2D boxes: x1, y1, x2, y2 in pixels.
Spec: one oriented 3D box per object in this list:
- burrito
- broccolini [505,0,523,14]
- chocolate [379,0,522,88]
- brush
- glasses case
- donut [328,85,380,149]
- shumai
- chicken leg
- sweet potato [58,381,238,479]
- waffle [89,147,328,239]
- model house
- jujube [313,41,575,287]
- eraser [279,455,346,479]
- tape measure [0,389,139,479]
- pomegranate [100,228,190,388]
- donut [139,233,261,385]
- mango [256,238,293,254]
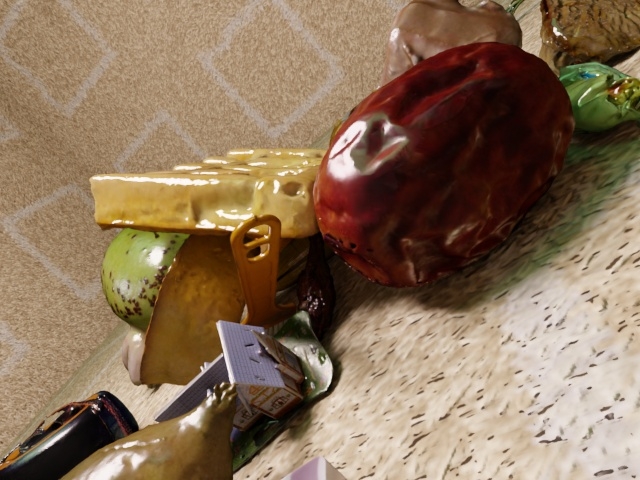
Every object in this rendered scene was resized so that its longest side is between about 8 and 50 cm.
[{"bbox_3d":[0.277,-0.165,0.501,0.104,0.054,0.288,-39,14,8],"label":"burrito"},{"bbox_3d":[0.526,-0.603,1.083,0.194,0.052,0.054,-36,20,23],"label":"broccolini"},{"bbox_3d":[0.141,-0.173,0.534,0.093,0.148,0.214,-56,-20,-34],"label":"chocolate"},{"bbox_3d":[-0.064,0.060,0.457,0.090,0.017,0.314,-24,-24,-18],"label":"brush"},{"bbox_3d":[0.000,0.000,0.722,0.234,0.064,0.079,-40,15,4],"label":"glasses case"},{"bbox_3d":[0.142,-0.233,0.829,0.330,0.160,0.330,-32,22,15],"label":"donut"},{"bbox_3d":[0.347,-0.275,0.571,0.123,0.139,0.105,-12,-14,6],"label":"shumai"},{"bbox_3d":[-0.007,0.050,0.580,0.053,0.093,0.205,-4,28,-3],"label":"chicken leg"},{"bbox_3d":[-0.188,0.266,0.328,0.369,0.158,0.158,-37,14,-6],"label":"sweet potato"},{"bbox_3d":[-0.079,-0.081,0.613,0.304,0.078,0.348,3,18,22],"label":"waffle"},{"bbox_3d":[-0.084,0.137,0.440,0.167,0.088,0.117,-41,37,8],"label":"model house"},{"bbox_3d":[0.105,-0.068,0.410,0.243,0.183,0.183,-44,15,-7],"label":"jujube"},{"bbox_3d":[-0.028,0.203,0.301,0.105,0.026,0.065,-40,12,12],"label":"eraser"},{"bbox_3d":[-0.396,0.335,0.673,0.222,0.135,0.202,-37,6,1],"label":"tape measure"},{"bbox_3d":[-0.321,0.128,0.902,0.285,0.284,0.341,2,73,70],"label":"pomegranate"},{"bbox_3d":[-0.166,0.092,0.655,0.277,0.108,0.278,-163,90,-83],"label":"donut"},{"bbox_3d":[-0.083,-0.003,0.834,0.252,0.126,0.154,-45,3,-6],"label":"mango"}]
